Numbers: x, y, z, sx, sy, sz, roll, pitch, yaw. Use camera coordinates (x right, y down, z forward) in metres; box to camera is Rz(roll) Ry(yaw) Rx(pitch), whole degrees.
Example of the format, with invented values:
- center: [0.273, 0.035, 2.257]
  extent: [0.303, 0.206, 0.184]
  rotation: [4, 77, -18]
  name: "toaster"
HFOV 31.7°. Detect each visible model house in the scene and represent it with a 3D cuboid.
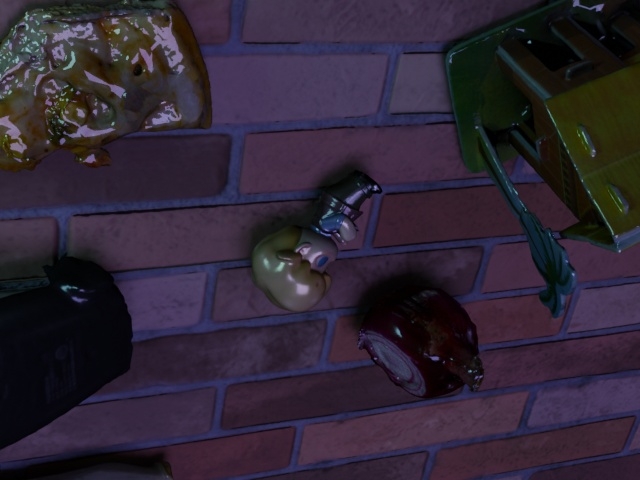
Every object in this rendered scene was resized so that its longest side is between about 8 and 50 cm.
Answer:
- center: [0.366, -0.085, 1.349]
  extent: [0.300, 0.323, 0.340]
  rotation: [-23, 131, -6]
  name: "model house"

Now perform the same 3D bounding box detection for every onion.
- center: [0.162, 0.136, 1.520]
  extent: [0.135, 0.198, 0.173]
  rotation: [-53, 132, -22]
  name: "onion"

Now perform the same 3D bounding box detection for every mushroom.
- center: [-0.365, 0.363, 1.506]
  extent: [0.351, 0.097, 0.109]
  rotation: [-13, 130, -19]
  name: "mushroom"

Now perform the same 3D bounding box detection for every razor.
- center: [-0.364, 0.144, 1.260]
  extent: [0.327, 0.107, 0.189]
  rotation: [-23, 127, -38]
  name: "razor"

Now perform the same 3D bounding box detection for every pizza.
- center: [-0.258, -0.152, 1.177]
  extent: [0.297, 0.071, 0.189]
  rotation: [-14, 130, -14]
  name: "pizza"

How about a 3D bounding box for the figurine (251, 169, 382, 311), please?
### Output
- center: [0.000, 0.000, 1.401]
  extent: [0.196, 0.114, 0.108]
  rotation: [-46, 107, -1]
  name: "figurine"
